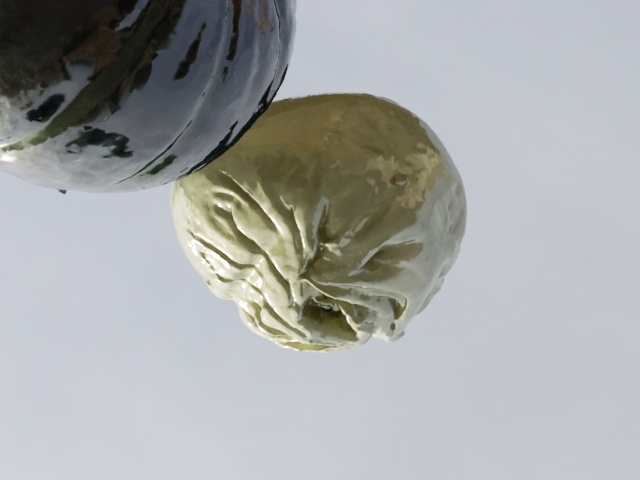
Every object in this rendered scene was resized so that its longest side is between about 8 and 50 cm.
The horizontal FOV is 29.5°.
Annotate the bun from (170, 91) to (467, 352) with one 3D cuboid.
[{"bbox_3d":[0.000,0.000,0.900,0.229,0.229,0.145,-15,-123,16],"label":"bun"}]

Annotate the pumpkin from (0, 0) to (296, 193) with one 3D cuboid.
[{"bbox_3d":[-0.134,-0.143,0.640,0.216,0.250,0.249,-12,-112,37],"label":"pumpkin"}]
